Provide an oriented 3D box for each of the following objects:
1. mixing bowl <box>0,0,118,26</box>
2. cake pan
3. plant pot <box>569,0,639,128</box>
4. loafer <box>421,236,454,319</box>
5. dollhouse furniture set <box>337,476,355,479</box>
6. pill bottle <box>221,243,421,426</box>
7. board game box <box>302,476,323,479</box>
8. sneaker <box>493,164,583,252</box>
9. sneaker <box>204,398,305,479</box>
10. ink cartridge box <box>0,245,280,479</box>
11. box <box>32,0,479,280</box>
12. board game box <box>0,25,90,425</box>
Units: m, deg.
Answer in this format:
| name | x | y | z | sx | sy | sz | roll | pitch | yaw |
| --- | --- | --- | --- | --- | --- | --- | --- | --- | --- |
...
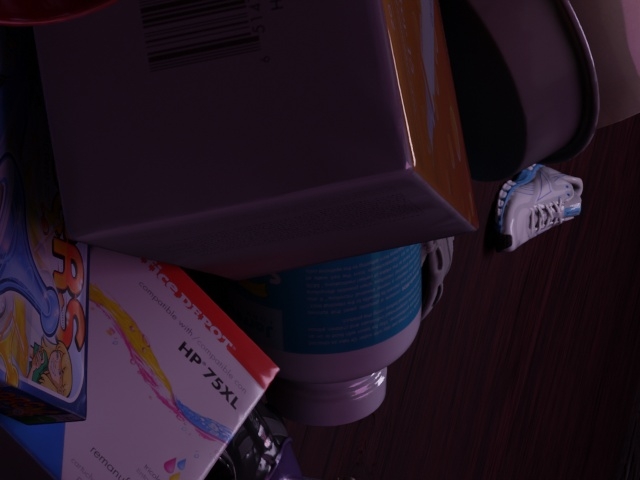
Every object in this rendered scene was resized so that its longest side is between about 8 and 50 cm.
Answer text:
| name | x | y | z | sx | sy | sz | roll | pitch | yaw |
| --- | --- | --- | --- | --- | --- | --- | --- | --- | --- |
| mixing bowl | -0.134 | -0.193 | 0.792 | 0.181 | 0.098 | 0.181 | -19 | 128 | -26 |
| cake pan | 0.069 | -0.157 | 1.303 | 0.054 | 0.293 | 0.293 | -40 | 145 | -19 |
| plant pot | 0.196 | -0.270 | 1.674 | 0.256 | 0.256 | 0.274 | -58 | 133 | -48 |
| loafer | 0.053 | -0.007 | 1.533 | 0.319 | 0.112 | 0.111 | 47 | 46 | -67 |
| dollhouse furniture set | 0.018 | 0.290 | 1.707 | 0.076 | 0.059 | 0.151 | -52 | 127 | -41 |
| pill bottle | 0.000 | 0.000 | 1.331 | 0.146 | 0.146 | 0.264 | -52 | 146 | -54 |
| board game box | -0.035 | 0.265 | 1.489 | 0.194 | 0.060 | 0.194 | -22 | 120 | -67 |
| sneaker | 0.254 | -0.040 | 2.136 | 0.190 | 0.083 | 0.071 | -49 | 145 | -54 |
| sneaker | -0.095 | 0.128 | 1.243 | 0.283 | 0.107 | 0.124 | 49 | 26 | -59 |
| ink cartridge box | -0.115 | 0.080 | 1.042 | 0.134 | 0.078 | 0.231 | 46 | 37 | -8 |
| box | -0.026 | -0.104 | 1.013 | 0.345 | 0.168 | 0.215 | 22 | 57 | -80 |
| board game box | -0.152 | -0.022 | 0.895 | 0.136 | 0.035 | 0.201 | 44 | 43 | -68 |
